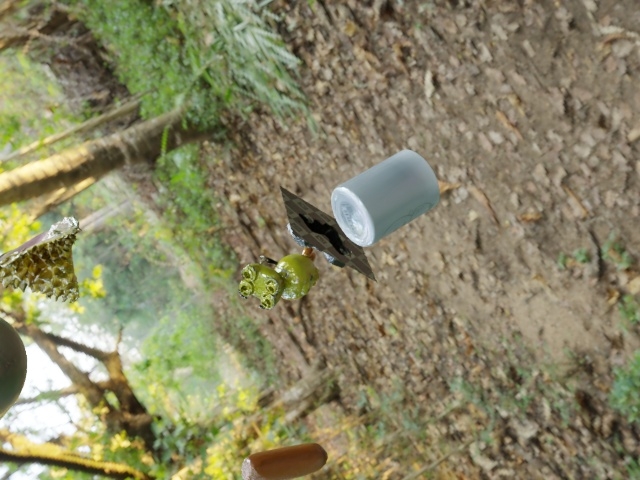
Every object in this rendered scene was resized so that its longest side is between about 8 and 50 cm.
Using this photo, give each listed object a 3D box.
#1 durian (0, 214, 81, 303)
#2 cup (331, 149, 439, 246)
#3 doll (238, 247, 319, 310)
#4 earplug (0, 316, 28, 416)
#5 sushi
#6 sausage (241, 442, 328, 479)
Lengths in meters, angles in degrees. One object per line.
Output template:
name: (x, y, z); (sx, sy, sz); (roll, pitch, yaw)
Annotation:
durian: (-0.614, 0.044, 1.607); (0.305, 0.195, 0.185); (18, 117, 61)
cup: (0.094, -0.051, 1.114); (0.099, 0.133, 0.136); (45, 152, 27)
doll: (-0.082, 0.088, 1.799); (0.135, 0.221, 0.143); (27, 120, 26)
earplug: (-0.904, 0.343, 1.900); (0.394, 0.312, 0.313); (-35, 88, 47)
sushi: (0.000, 0.000, 1.614); (0.219, 0.047, 0.231); (30, -161, -23)
sausage: (-0.076, 0.490, 1.662); (0.076, 0.197, 0.076); (20, 113, 61)
